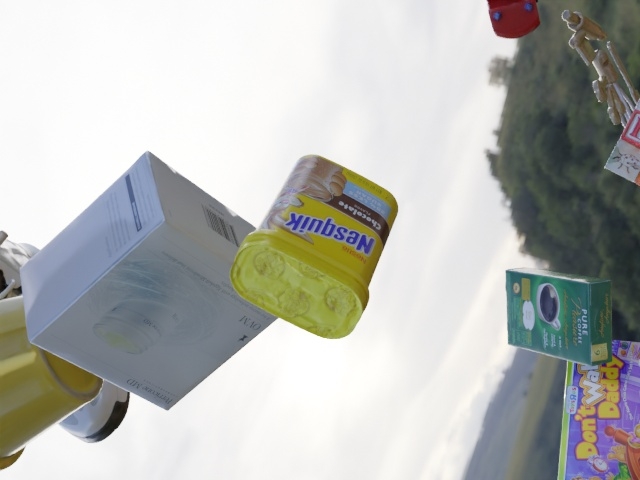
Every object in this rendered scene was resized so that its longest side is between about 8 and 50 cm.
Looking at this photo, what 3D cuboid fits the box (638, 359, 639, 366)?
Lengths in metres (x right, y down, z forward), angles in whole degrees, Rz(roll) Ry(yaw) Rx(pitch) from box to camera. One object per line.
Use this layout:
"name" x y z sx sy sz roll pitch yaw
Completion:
"box" 0.514 0.193 1.374 0.275 0.113 0.094 46 -115 -43

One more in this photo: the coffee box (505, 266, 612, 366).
"coffee box" 0.319 0.099 1.448 0.184 0.040 0.113 6 100 64

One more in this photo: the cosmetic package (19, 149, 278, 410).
"cosmetic package" -0.196 0.056 1.280 0.225 0.138 0.224 -40 -48 16

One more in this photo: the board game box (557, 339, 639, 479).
"board game box" 0.531 0.347 1.828 0.078 0.233 0.347 27 -112 -70

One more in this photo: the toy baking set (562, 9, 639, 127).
"toy baking set" 0.456 -0.269 1.726 0.256 0.030 0.196 -2 -107 -57

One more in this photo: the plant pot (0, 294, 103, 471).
"plant pot" -0.445 0.185 1.485 0.254 0.239 0.254 57 -162 -31

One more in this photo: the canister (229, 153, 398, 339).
"canister" 0.000 0.000 1.020 0.073 0.126 0.170 -62 1 38

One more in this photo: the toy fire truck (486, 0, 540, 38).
"toy fire truck" 0.147 -0.250 0.898 0.135 0.047 0.192 -78 -28 -61

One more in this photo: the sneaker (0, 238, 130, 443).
"sneaker" -0.507 0.145 1.766 0.169 0.447 0.257 -45 -30 6

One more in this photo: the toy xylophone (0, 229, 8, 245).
"toy xylophone" -0.480 -0.016 1.232 0.322 0.236 0.081 -54 -37 6

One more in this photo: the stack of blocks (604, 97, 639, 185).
"stack of blocks" 0.529 -0.102 1.320 0.087 0.297 0.171 -22 -41 -63
